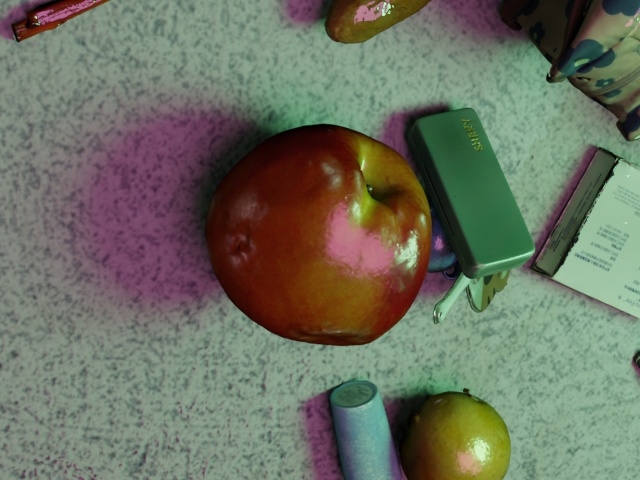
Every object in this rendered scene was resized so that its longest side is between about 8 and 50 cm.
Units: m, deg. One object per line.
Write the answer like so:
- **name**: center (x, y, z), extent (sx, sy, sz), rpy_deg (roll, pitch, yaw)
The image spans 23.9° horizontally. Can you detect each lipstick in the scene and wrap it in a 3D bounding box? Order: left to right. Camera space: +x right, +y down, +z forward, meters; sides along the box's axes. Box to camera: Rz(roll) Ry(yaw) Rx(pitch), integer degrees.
- **lipstick**: center (0.065, 0.295, 1.787), extent (0.068, 0.061, 0.274), rpy_deg (-18, 117, -11)

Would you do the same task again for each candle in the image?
- **candle**: center (-0.221, -0.235, 1.465), extent (0.167, 0.021, 0.026), rpy_deg (-25, 120, -12)

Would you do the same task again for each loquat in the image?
- **loquat**: center (0.159, 0.244, 1.763), extent (0.141, 0.141, 0.141), rpy_deg (-9, 114, -20)

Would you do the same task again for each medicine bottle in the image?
- **medicine bottle**: center (0.373, 0.001, 1.806), extent (0.201, 0.052, 0.171), rpy_deg (22, 101, -30)

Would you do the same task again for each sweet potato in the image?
- **sweet potato**: center (0.142, -0.329, 1.539), extent (0.106, 0.095, 0.354), rpy_deg (37, 90, 10)

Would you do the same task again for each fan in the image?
- **fan**: center (0.170, 0.026, 1.670), extent (0.226, 0.008, 0.152), rpy_deg (-47, 136, -51)

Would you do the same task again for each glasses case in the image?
- **glasses case**: center (0.161, -0.052, 1.628), extent (0.078, 0.184, 0.039), rpy_deg (-14, 160, -21)

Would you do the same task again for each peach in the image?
- **peach**: center (0.000, 0.000, 1.541), extent (0.199, 0.243, 0.243), rpy_deg (-28, 126, -51)

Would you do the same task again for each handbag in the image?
- **handbag**: center (0.314, -0.241, 1.571), extent (0.190, 0.251, 0.193), rpy_deg (34, 108, -26)

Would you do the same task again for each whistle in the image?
- **whistle**: center (0.114, -0.019, 1.668), extent (0.090, 0.090, 0.158), rpy_deg (-34, 113, -8)

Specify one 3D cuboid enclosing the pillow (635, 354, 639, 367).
- **pillow**: center (0.462, 0.186, 1.919), extent (0.091, 0.055, 0.135), rpy_deg (-26, 117, -9)
